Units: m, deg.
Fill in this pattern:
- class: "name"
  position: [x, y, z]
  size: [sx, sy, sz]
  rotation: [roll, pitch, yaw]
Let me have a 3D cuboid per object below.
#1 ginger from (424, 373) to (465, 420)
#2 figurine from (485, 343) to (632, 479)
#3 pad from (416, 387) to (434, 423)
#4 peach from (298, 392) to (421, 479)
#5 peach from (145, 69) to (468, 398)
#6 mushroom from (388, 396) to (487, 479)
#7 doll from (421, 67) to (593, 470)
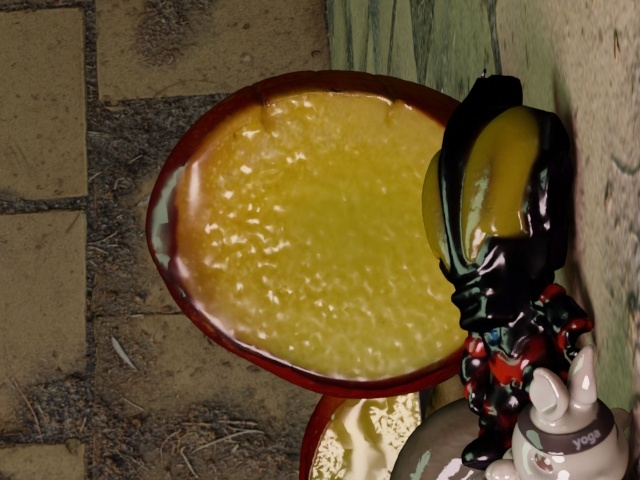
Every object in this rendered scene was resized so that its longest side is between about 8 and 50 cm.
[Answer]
- class: "ginger"
  position: [0.112, 0.086, 1.533]
  size: [0.214, 0.059, 0.133]
  rotation: [88, 170, -46]
- class: "figurine"
  position: [0.141, 0.122, 0.935]
  size: [0.098, 0.081, 0.146]
  rotation: [41, 154, 16]
- class: "pad"
  position: [0.105, 0.128, 1.676]
  size: [0.232, 0.004, 0.156]
  rotation: [-65, -29, -69]
- class: "peach"
  position: [0.053, 0.227, 1.883]
  size: [0.159, 0.154, 0.267]
  rotation: [-115, 22, -87]
- class: "peach"
  position: [0.000, 0.000, 1.361]
  size: [0.245, 0.274, 0.249]
  rotation: [127, 150, -60]
- class: "mushroom"
  position: [0.106, 0.206, 1.314]
  size: [0.141, 0.117, 0.188]
  rotation: [-21, -76, -80]
- class: "doll"
  position: [0.113, 0.013, 1.099]
  size: [0.088, 0.127, 0.249]
  rotation: [19, -114, -56]
